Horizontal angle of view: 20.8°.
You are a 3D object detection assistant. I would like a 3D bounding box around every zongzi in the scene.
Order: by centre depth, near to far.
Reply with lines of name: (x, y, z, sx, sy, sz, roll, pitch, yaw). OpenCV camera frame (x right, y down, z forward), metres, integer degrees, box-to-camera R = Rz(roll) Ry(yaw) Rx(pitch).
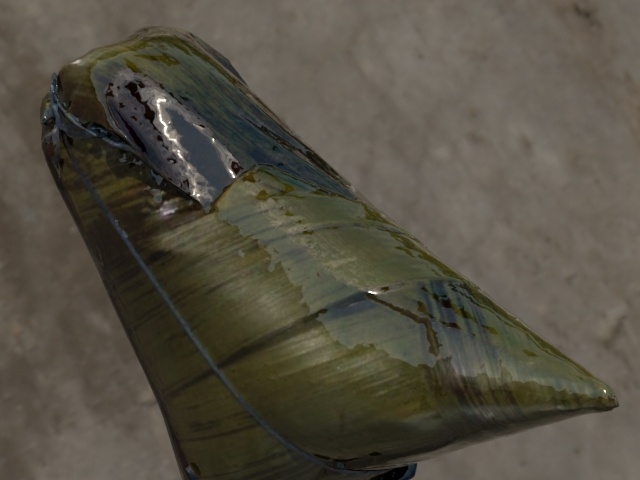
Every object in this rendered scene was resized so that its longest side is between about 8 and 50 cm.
zongzi: (0.000, 0.000, 0.896, 0.138, 0.300, 0.286, -27, 95, -39)
